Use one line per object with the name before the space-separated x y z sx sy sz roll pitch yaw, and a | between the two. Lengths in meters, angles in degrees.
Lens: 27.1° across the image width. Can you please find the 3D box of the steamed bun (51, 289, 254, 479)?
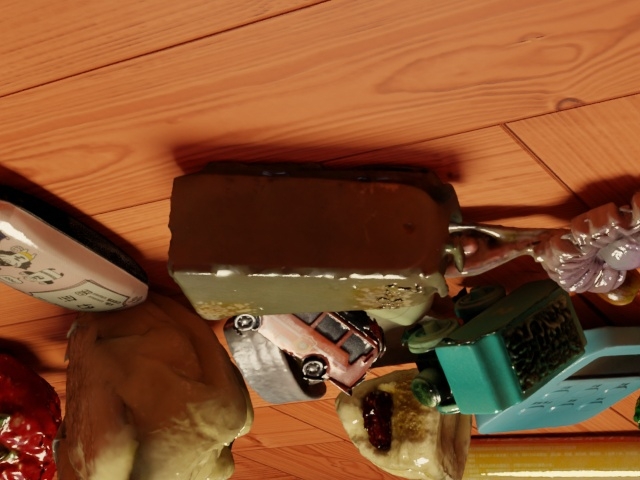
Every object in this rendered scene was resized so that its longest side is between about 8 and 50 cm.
steamed bun | -0.206 0.229 1.669 0.230 0.325 0.372 3 143 -20

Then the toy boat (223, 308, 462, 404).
toy boat | 0.016 0.119 1.669 0.293 0.111 0.276 -23 148 24

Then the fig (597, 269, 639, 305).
fig | 0.322 0.044 1.509 0.083 0.050 0.050 17 162 16

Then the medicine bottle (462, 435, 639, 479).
medicine bottle | 0.437 0.375 2.225 0.426 0.108 0.108 -4 157 17

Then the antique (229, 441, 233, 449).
antique | -0.251 0.300 2.016 0.255 0.185 0.322 8 154 -10

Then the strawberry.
strawberry | -0.486 0.268 1.926 0.257 0.257 0.277 3 -176 0

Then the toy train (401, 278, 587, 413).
toy train | 0.202 0.120 1.518 0.203 0.112 0.163 -33 -166 -36

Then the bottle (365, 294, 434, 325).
bottle | 0.039 0.036 1.476 0.072 0.072 0.201 -17 152 39

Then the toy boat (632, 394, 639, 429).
toy boat | 0.490 0.220 1.823 0.089 0.088 0.229 -14 163 42

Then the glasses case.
glasses case | -0.305 0.013 1.452 0.122 0.075 0.314 -5 157 26

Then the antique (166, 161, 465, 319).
antique | 0.000 0.000 1.318 0.284 0.125 0.150 -2 158 11

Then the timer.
timer | 0.340 0.171 1.698 0.232 0.091 0.250 3 159 -38

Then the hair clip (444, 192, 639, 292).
hair clip | 0.249 0.005 1.376 0.300 0.069 0.173 -2 157 11

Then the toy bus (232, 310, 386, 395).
toy bus | -0.028 0.083 1.502 0.235 0.073 0.096 35 111 -27

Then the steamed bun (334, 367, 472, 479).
steamed bun | 0.100 0.224 1.660 0.155 0.141 0.172 4 165 22
